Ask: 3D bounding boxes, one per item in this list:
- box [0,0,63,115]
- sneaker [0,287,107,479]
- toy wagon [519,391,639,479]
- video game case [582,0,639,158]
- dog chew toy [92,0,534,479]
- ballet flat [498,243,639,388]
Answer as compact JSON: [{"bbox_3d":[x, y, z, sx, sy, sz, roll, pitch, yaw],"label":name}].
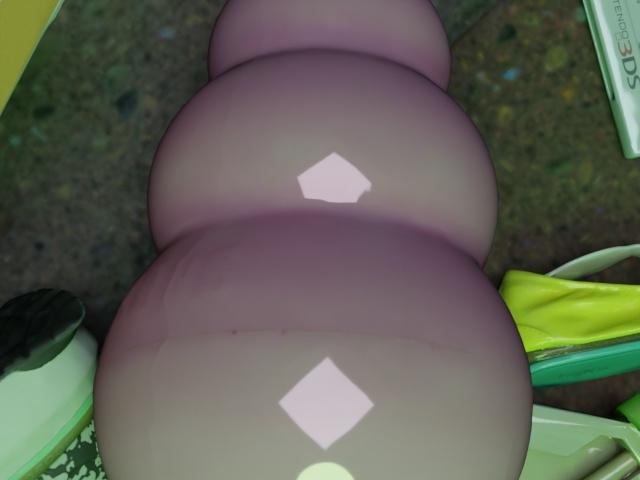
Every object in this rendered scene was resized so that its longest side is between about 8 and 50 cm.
[{"bbox_3d":[-0.323,-0.109,0.497,0.345,0.168,0.215,29,84,-38],"label":"box"},{"bbox_3d":[-0.214,0.224,0.581,0.410,0.158,0.182,-48,110,-14],"label":"sneaker"},{"bbox_3d":[0.143,0.262,0.665,0.267,0.068,0.344,-33,92,-6],"label":"toy wagon"},{"bbox_3d":[0.241,-0.137,0.716,0.157,0.019,0.143,-15,90,-7],"label":"video game case"},{"bbox_3d":[0.000,0.000,0.591,0.207,0.206,0.331,5,68,-6],"label":"dog chew toy"},{"bbox_3d":[0.211,0.038,0.683,0.231,0.077,0.077,-3,62,-5],"label":"ballet flat"}]
